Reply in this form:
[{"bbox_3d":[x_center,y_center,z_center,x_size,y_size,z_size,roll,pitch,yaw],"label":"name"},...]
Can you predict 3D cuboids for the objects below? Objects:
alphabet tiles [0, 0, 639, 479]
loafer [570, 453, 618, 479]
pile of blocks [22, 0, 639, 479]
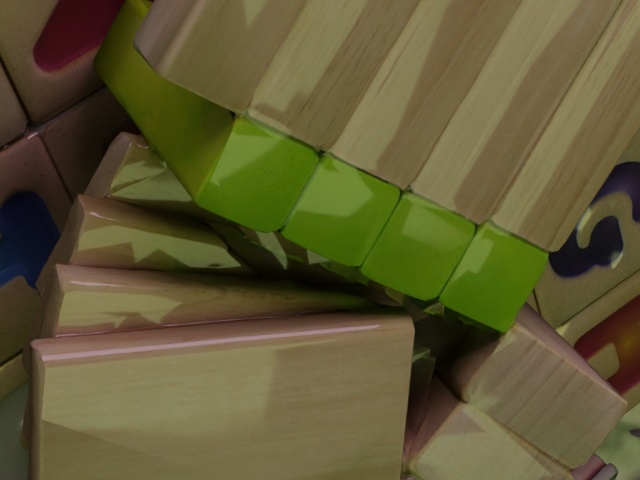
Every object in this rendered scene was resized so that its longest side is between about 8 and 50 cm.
[{"bbox_3d":[0.000,0.000,0.538,0.342,0.011,0.285,-34,134,-14],"label":"alphabet tiles"},{"bbox_3d":[0.046,0.111,0.653,0.125,0.039,0.045,-46,162,-12],"label":"loafer"},{"bbox_3d":[-0.012,0.045,0.485,0.149,0.112,0.362,-2,114,-22],"label":"pile of blocks"}]
